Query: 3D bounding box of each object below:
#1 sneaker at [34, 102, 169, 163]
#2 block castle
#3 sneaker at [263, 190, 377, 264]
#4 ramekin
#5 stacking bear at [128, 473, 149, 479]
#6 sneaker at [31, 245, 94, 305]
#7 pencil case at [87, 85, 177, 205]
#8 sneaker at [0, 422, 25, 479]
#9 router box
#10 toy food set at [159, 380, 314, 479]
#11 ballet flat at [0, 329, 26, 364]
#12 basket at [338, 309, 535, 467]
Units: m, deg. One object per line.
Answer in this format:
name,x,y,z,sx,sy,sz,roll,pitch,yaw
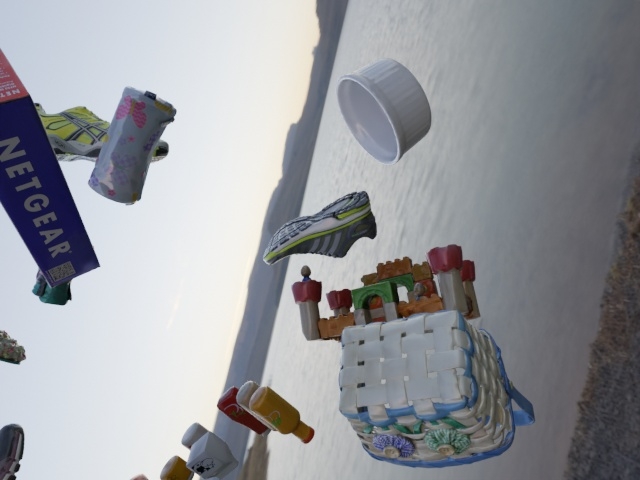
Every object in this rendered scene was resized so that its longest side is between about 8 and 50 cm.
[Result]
sneaker,-0.609,-0.286,1.258,0.145,0.385,0.147,175,98,-75
block castle,0.181,0.135,1.250,0.303,0.453,0.213,24,-127,-61
sneaker,0.000,0.000,1.105,0.121,0.300,0.111,59,-161,-23
ramekin,0.177,-0.360,1.284,0.135,0.277,0.277,-36,-4,-11
stacking bear,-0.167,0.435,0.527,0.175,0.289,0.164,-46,-8,-20
sneaker,-0.838,0.118,1.508,0.295,0.124,0.178,-21,63,37
pencil case,-0.443,-0.223,1.098,0.273,0.124,0.113,-63,29,10
sneaker,-0.703,0.488,0.895,0.106,0.162,0.281,-20,50,35
router box,-0.459,-0.142,0.684,0.301,0.082,0.335,48,149,27
toy food set,-0.123,0.302,0.706,0.232,0.104,0.111,-43,16,11
ballet flat,-0.544,0.122,0.660,0.091,0.241,0.077,-16,59,52
basket,0.161,0.234,0.702,0.289,0.255,0.201,42,-140,-45
